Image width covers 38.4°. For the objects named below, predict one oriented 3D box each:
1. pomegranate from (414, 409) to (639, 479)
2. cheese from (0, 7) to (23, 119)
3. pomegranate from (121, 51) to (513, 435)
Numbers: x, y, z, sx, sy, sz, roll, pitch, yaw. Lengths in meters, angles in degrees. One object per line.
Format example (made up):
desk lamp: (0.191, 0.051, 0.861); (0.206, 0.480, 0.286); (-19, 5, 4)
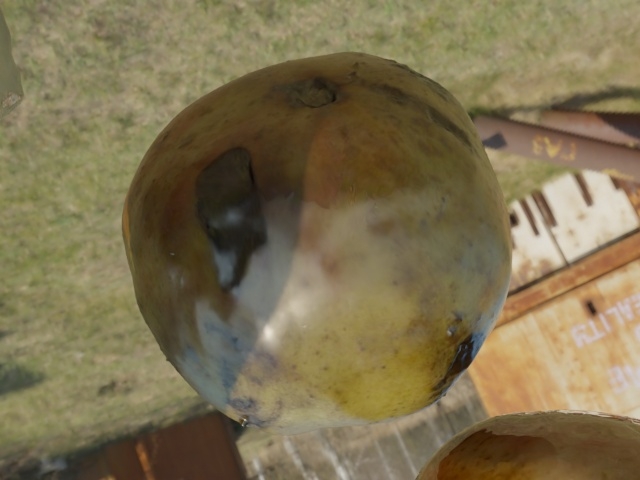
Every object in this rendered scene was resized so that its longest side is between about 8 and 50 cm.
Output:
pomegranate: (0.202, 0.278, 0.623); (0.338, 0.338, 0.338); (-23, 167, -6)
cheese: (-0.372, -0.092, 0.631); (0.326, 0.115, 0.318); (-17, -161, -10)
pomegranate: (0.000, 0.000, 0.666); (0.281, 0.281, 0.281); (-23, 167, -6)
